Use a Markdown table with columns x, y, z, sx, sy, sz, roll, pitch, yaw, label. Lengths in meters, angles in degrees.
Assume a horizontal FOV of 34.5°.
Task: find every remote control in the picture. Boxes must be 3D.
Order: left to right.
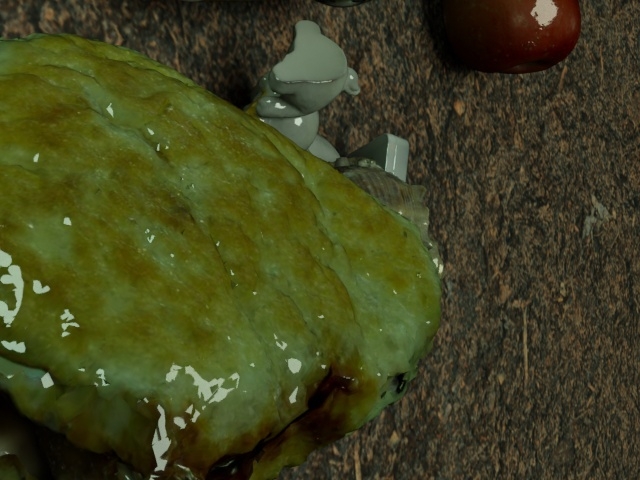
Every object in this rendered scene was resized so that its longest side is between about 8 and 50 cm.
| x | y | z | sx | sy | sz | roll | pitch | yaw | label |
| --- | --- | --- | --- | --- | --- | --- | --- | --- | --- |
| 0.048 | 0.014 | 1.095 | 0.034 | 0.103 | 0.250 | 14 | 74 | -24 | remote control |

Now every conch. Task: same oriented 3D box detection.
| x | y | z | sx | sy | sz | roll | pitch | yaw | label |
| --- | --- | --- | --- | --- | --- | --- | --- | --- | --- |
| 0.000 | 0.000 | 0.977 | 0.245 | 0.163 | 0.178 | 21 | 105 | -16 | conch |

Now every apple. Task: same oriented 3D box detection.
| x | y | z | sx | sy | sz | roll | pitch | yaw | label |
| --- | --- | --- | --- | --- | --- | --- | --- | --- | --- |
| 0.248 | -0.301 | 1.339 | 0.181 | 0.181 | 0.168 | 2 | 83 | -53 | apple |

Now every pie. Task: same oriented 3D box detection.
| x | y | z | sx | sy | sz | roll | pitch | yaw | label |
| --- | --- | --- | --- | --- | --- | --- | --- | --- | --- |
| -0.120 | 0.017 | 0.749 | 0.395 | 0.180 | 0.418 | 42 | 42 | 5 | pie |

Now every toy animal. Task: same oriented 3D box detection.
| x | y | z | sx | sy | sz | roll | pitch | yaw | label |
| --- | --- | --- | --- | --- | --- | --- | --- | --- | --- |
| -0.025 | -0.106 | 1.012 | 0.127 | 0.181 | 0.131 | 19 | 50 | -5 | toy animal |

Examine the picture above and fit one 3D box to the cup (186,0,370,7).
| x | y | z | sx | sy | sz | roll | pitch | yaw | label |
| --- | --- | --- | --- | --- | --- | --- | --- | --- | --- |
| -0.043 | -0.304 | 0.954 | 0.280 | 0.196 | 0.196 | -22 | 103 | -45 | cup |
